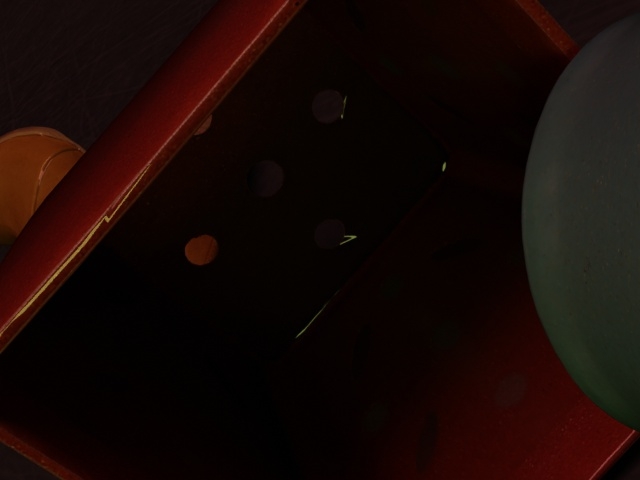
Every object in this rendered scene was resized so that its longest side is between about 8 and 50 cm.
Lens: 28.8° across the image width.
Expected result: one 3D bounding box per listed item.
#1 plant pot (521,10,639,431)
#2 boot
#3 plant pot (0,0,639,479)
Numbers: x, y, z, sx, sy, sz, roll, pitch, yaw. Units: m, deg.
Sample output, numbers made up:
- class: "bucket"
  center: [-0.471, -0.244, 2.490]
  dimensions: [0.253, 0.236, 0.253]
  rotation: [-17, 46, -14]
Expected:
- class: "plant pot"
  center: [0.216, -0.012, 0.416]
  dimensions: [0.255, 0.271, 0.272]
  rotation: [-1, 59, 60]
- class: "boot"
  center: [-0.189, 0.022, 0.897]
  dimensions: [0.295, 0.104, 0.211]
  rotation: [-13, 51, 33]
- class: "plant pot"
  center: [0.000, 0.000, 0.621]
  dimensions: [0.267, 0.267, 0.236]
  rotation: [-49, 27, 3]
